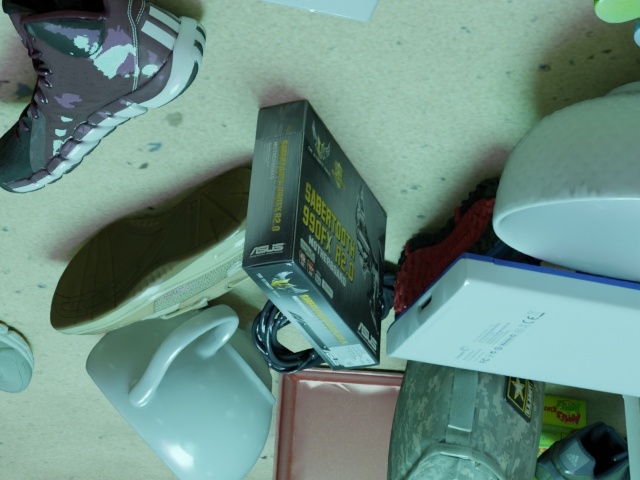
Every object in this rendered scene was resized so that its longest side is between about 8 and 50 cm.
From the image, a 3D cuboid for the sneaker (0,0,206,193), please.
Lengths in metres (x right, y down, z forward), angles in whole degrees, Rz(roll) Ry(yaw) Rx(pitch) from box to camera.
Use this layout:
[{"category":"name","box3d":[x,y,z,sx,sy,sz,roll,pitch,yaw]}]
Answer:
[{"category":"sneaker","box3d":[-0.250,-0.159,1.572,0.281,0.106,0.162,-31,130,31]}]

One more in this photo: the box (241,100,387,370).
[{"category":"box","box3d":[0.000,0.000,1.715,0.056,0.183,0.231,-8,147,21]}]

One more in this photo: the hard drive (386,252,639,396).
[{"category":"hard drive","box3d":[0.255,0.094,1.784,0.318,0.040,0.210,10,152,-17]}]

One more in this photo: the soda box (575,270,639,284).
[{"category":"soda box","box3d":[0.410,0.055,1.851,0.286,0.091,0.098,23,146,-29]}]

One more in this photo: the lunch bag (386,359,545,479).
[{"category":"lunch bag","box3d":[0.170,0.198,1.981,0.169,0.235,0.287,8,150,3]}]

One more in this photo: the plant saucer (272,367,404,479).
[{"category":"plant saucer","box3d":[0.068,0.291,2.196,0.258,0.259,0.048,4,-173,0]}]

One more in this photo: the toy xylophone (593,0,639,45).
[{"category":"toy xylophone","box3d":[0.277,-0.258,1.340,0.236,0.081,0.322,-23,141,37]}]

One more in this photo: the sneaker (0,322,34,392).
[{"category":"sneaker","box3d":[-0.449,0.144,2.073,0.099,0.121,0.262,-13,146,28]}]

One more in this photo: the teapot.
[{"category":"teapot","box3d":[-0.141,0.165,2.012,0.187,0.256,0.252,-42,117,-5]}]

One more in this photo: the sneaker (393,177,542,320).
[{"category":"sneaker","box3d":[0.174,0.035,1.835,0.125,0.104,0.262,16,148,-24]}]

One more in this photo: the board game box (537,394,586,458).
[{"category":"board game box","box3d":[0.275,0.259,2.263,0.092,0.043,0.181,10,149,-10]}]

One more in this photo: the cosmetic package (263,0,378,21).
[{"category":"cosmetic package","box3d":[0.019,-0.342,1.099,0.156,0.217,0.385,9,148,-10]}]

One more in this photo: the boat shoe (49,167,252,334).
[{"category":"boat shoe","box3d":[-0.157,0.036,1.855,0.341,0.121,0.110,-23,139,36]}]

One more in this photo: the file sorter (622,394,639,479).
[{"category":"file sorter","box3d":[0.474,0.307,2.093,0.173,0.278,0.193,-8,148,16]}]

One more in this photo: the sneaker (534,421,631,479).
[{"category":"sneaker","box3d":[0.355,0.290,2.174,0.121,0.111,0.300,-49,159,24]}]

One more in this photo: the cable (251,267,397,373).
[{"category":"cable","box3d":[0.006,0.084,1.956,0.150,0.047,0.184,17,124,-47]}]

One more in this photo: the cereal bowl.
[{"category":"cereal bowl","box3d":[0.332,-0.059,1.576,0.339,0.141,0.339,6,168,1]}]
